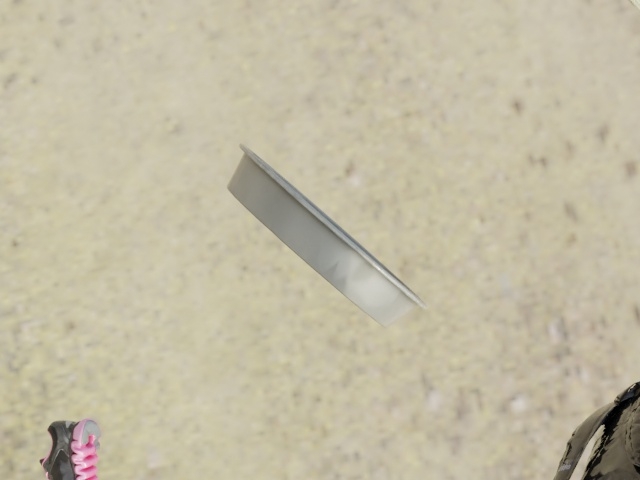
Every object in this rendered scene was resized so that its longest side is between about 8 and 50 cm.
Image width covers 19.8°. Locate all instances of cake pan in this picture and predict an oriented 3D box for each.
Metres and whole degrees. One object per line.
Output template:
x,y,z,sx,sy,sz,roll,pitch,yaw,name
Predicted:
0.000,0.000,2.152,0.054,0.293,0.293,-48,130,1,cake pan

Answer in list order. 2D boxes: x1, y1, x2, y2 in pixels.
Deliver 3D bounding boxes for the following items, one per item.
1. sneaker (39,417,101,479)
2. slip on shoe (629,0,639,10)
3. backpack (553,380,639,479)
-0.247,0.229,1.783,0.047,0.057,0.119,-9,104,-69,sneaker
0.287,-0.384,1.764,0.123,0.101,0.331,-21,98,-75,slip on shoe
0.286,0.200,1.580,0.115,0.152,0.182,49,36,-15,backpack
